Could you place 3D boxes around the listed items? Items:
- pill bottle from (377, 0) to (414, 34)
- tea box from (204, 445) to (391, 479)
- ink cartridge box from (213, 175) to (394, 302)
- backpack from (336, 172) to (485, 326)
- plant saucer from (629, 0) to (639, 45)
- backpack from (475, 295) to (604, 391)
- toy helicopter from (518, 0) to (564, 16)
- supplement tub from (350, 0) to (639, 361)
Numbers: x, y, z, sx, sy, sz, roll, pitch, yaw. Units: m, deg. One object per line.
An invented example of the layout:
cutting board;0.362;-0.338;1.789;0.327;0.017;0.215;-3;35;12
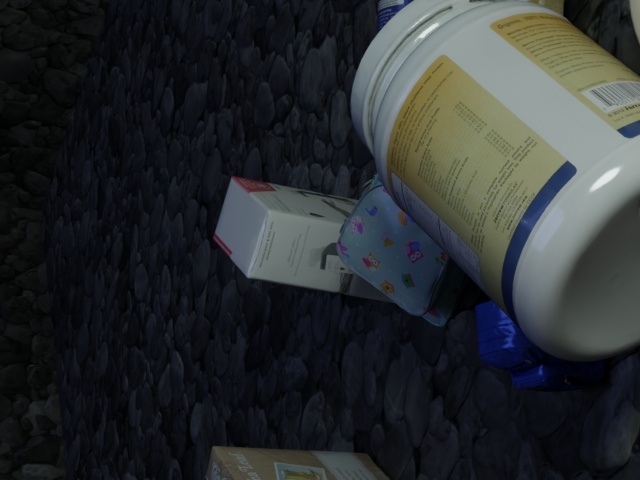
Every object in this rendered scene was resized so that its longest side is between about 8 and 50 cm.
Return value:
pill bottle;0.124;-0.218;1.752;0.123;0.122;0.219;174;99;-67
tea box;-0.013;0.451;1.784;0.329;0.220;0.324;-138;57;-63
ink cartridge box;0.000;0.000;1.875;0.158;0.218;0.092;43;118;63
backpack;0.119;-0.020;1.664;0.166;0.144;0.188;37;114;24
plant saucer;0.356;-0.244;1.260;0.332;0.084;0.332;-174;90;-68
backpack;0.212;0.093;1.466;0.098;0.120;0.101;146;127;-61
toy helicopter;0.203;-0.181;1.562;0.355;0.140;0.235;57;131;39
supplement tub;0.188;-0.070;1.346;0.316;0.228;0.228;49;130;41
